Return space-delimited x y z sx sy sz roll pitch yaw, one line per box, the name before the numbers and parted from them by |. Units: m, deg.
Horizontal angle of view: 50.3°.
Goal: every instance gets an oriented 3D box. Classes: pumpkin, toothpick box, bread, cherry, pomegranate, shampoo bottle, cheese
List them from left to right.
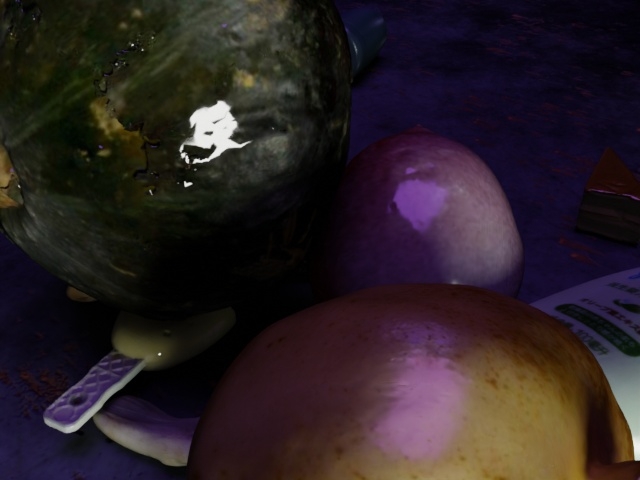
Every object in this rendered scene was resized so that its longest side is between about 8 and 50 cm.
pumpkin | -0.179 -0.133 0.667 0.454 0.454 0.344 19 47 26
cheese | -0.189 0.114 0.731 0.127 0.050 0.255 15 36 20
toothpick box | 0.061 -0.403 1.378 0.120 0.120 0.184 14 37 21
cherry | 0.102 -0.005 0.737 0.239 0.239 0.206 7 14 13
pomegranate | 0.072 0.165 0.454 0.319 0.319 0.319 -1 36 1
bread | 0.414 -0.065 0.940 0.084 0.074 0.139 17 39 25
shampoo bottle | 0.336 0.106 0.646 0.349 0.151 0.222 -17 26 -20

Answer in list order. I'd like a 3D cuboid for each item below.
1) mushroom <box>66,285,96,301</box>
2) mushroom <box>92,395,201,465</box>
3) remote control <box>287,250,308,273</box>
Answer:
mushroom | -0.289 -0.006 0.885 0.097 0.088 0.212 11 31 -36
mushroom | -0.130 0.190 0.645 0.202 0.054 0.059 10 17 23
remote control | 0.000 0.000 0.876 0.266 0.066 0.090 -2 40 1
